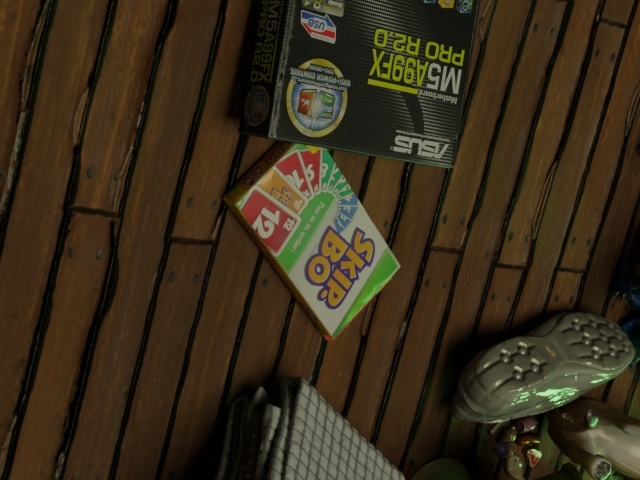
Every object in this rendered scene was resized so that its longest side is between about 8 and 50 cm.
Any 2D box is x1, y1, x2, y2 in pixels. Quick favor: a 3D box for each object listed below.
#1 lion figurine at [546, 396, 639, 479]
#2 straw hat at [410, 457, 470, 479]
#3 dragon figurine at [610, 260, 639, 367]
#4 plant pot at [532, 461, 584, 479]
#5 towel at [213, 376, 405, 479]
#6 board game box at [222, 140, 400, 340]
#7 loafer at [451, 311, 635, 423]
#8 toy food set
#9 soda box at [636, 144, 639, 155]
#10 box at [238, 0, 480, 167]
[{"bbox_3d":[0.428,0.292,1.840,0.392,0.240,0.142,39,86,-30],"label":"lion figurine"},{"bbox_3d":[0.171,0.367,1.751,0.144,0.061,0.144,-15,116,-33],"label":"straw hat"},{"bbox_3d":[0.480,0.153,1.891,0.144,0.085,0.289,-11,109,-33],"label":"dragon figurine"},{"bbox_3d":[0.192,0.497,1.614,0.353,0.366,0.366,-15,121,1],"label":"plant pot"},{"bbox_3d":[-0.024,0.325,1.470,0.235,0.121,0.283,46,35,-33],"label":"towel"},{"bbox_3d":[0.000,0.000,1.492,0.124,0.039,0.259,-46,132,-15],"label":"board game box"},{"bbox_3d":[0.299,0.172,1.759,0.319,0.112,0.111,-7,148,-40],"label":"loafer"},{"bbox_3d":[0.281,0.285,1.832,0.078,0.019,0.122,-45,129,-15],"label":"toy food set"},{"bbox_3d":[0.554,-0.079,1.862,0.092,0.083,0.263,-54,130,-8],"label":"soda box"},{"bbox_3d":[0.049,-0.200,1.412,0.270,0.060,0.216,7,93,-40],"label":"box"}]
